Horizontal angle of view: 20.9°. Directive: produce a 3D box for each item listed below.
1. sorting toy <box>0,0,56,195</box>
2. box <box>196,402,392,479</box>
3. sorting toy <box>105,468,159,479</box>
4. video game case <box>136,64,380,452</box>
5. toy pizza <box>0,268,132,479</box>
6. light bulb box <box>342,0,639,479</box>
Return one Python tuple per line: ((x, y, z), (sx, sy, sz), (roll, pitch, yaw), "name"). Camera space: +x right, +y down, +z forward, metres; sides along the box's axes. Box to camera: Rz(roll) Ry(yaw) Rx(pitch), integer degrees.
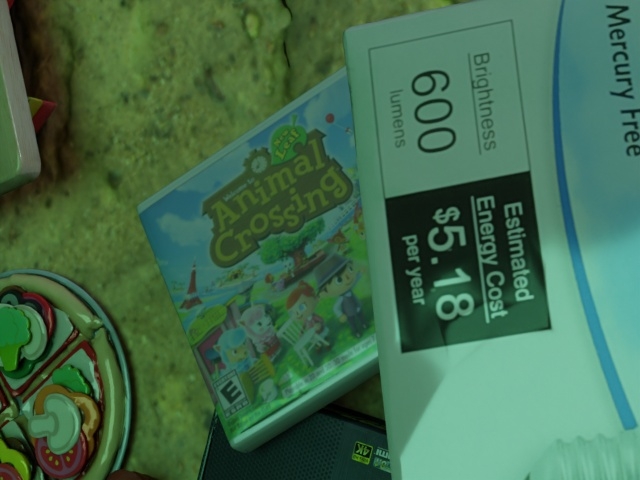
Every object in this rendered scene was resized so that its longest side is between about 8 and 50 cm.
((-0.313, -0.121, 1.295), (0.255, 0.089, 0.257), (-21, 74, 28), "sorting toy")
((0.022, 0.204, 1.075), (0.232, 0.059, 0.183), (16, 94, 33), "box")
((-0.105, 0.194, 1.170), (0.061, 0.042, 0.102), (-42, 77, 39), "sorting toy")
((0.000, 0.000, 1.093), (0.212, 0.023, 0.193), (-33, 59, 14), "video game case")
((-0.221, 0.120, 1.247), (0.201, 0.032, 0.201), (-4, 83, 31), "toy pizza")
((0.227, 0.064, 0.772), (0.361, 0.225, 0.358), (-11, 74, 16), "light bulb box")
